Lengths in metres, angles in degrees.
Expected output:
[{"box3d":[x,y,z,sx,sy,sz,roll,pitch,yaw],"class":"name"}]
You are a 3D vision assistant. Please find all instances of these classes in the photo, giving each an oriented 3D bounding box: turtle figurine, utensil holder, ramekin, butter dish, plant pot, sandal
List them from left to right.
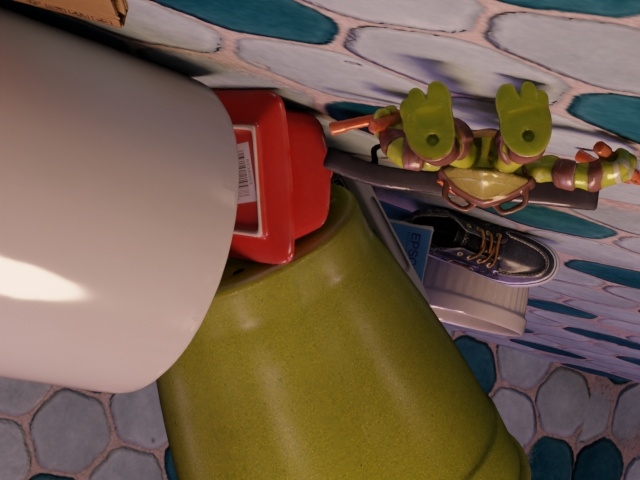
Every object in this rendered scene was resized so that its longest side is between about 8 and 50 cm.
[{"box3d":[-0.308,-0.048,1.436,0.385,0.327,0.327,16,174,-32],"class":"utensil holder"},{"box3d":[-0.041,-0.065,1.578,0.118,0.160,0.160,-9,-170,-36],"class":"butter dish"},{"box3d":[-0.015,0.143,1.710,0.366,0.353,0.366,-20,-160,8],"class":"plant pot"},{"box3d":[0.170,0.045,2.122,0.207,0.109,0.207,15,173,2],"class":"ramekin"},{"box3d":[0.128,-0.067,1.528,0.254,0.054,0.097,6,-178,-8],"class":"sandal"},{"box3d":[0.118,-0.067,1.318,0.269,0.087,0.217,13,174,13],"class":"turtle figurine"}]

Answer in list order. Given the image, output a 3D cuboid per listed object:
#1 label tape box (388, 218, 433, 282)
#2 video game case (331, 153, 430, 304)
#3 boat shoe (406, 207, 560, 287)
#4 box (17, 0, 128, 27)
[{"box3d":[-0.036,0.060,2.009,0.347,0.249,0.115,12,-168,18],"class":"label tape box"},{"box3d":[0.000,0.000,1.834,0.212,0.023,0.193,-5,120,45],"class":"video game case"},{"box3d":[0.187,0.010,1.958,0.183,0.065,0.083,14,175,13],"class":"boat shoe"},{"box3d":[-0.246,-0.207,1.230,0.201,0.021,0.164,15,174,0],"class":"box"}]
